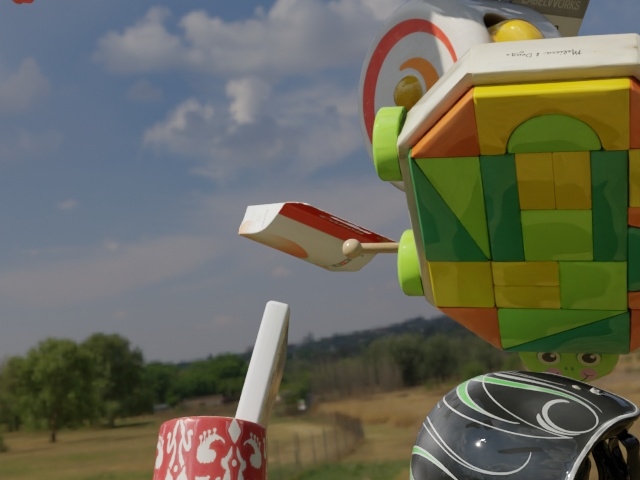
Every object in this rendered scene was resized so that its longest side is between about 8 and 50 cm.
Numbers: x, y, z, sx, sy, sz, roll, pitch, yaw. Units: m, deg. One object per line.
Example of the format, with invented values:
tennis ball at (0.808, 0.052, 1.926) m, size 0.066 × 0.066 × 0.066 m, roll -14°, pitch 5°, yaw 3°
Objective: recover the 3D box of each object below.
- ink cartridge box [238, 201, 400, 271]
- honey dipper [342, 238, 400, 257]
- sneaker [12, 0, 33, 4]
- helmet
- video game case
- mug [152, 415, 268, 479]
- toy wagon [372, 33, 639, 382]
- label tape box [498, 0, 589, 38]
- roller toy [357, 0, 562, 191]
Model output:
ink cartridge box at (0.000, 0.000, 1.145) m, size 0.145 × 0.045 × 0.179 m, roll 22°, pitch -7°, yaw -24°
honey dipper at (0.100, 0.006, 0.884) m, size 0.160 × 0.030 × 0.030 m, roll -1°, pitch -8°, yaw -4°
sneaker at (-0.414, -0.472, 1.462) m, size 0.116 × 0.136 × 0.314 m, roll 2°, pitch 43°, yaw 31°
helmet at (0.145, 0.173, 0.699) m, size 0.169 × 0.169 × 0.161 m, roll 0°, pitch 4°, yaw -43°
video game case at (-0.070, 0.194, 0.957) m, size 0.026 × 0.227 × 0.206 m, roll 13°, pitch -20°, yaw 2°
mug at (-0.107, 0.240, 0.783) m, size 0.150 × 0.169 × 0.113 m, roll -15°, pitch -28°, yaw 32°
toy wagon at (0.189, 0.007, 0.727) m, size 0.267 × 0.068 × 0.344 m, roll 0°, pitch -50°, yaw 18°
label tape box at (0.227, -0.323, 1.138) m, size 0.106 × 0.334 × 0.241 m, roll 3°, pitch 33°, yaw -17°
roller toy at (0.133, -0.136, 0.919) m, size 0.146 × 0.191 × 0.209 m, roll -3°, pitch 28°, yaw -35°
